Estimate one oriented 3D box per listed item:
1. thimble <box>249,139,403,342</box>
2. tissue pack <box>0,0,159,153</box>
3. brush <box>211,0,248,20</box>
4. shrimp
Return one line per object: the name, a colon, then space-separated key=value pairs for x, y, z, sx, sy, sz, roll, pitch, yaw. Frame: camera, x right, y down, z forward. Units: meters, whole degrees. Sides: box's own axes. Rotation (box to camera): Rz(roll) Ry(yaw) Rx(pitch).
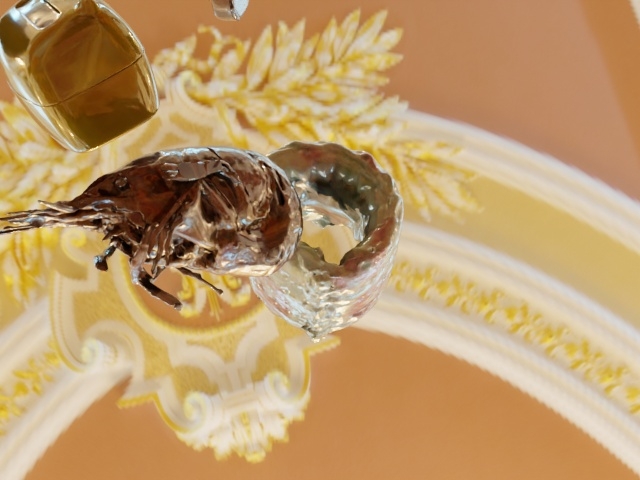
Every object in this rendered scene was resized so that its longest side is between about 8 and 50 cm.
thimble: x=0.000 y=0.000 z=1.353 sx=0.185 sy=0.149 sz=0.211 roll=0 pitch=-125 yaw=-4
tissue pack: x=-0.237 y=-0.172 z=1.106 sx=0.123 sy=0.127 sz=0.178 roll=-34 pitch=-146 yaw=-12
brush: x=-0.102 y=-0.334 z=0.925 sx=0.065 sy=0.328 sz=0.070 roll=5 pitch=-147 yaw=13
shrimp: x=-0.147 y=-0.014 z=1.065 sx=0.343 sy=0.116 sz=0.145 roll=-5 pitch=-84 yaw=-43
